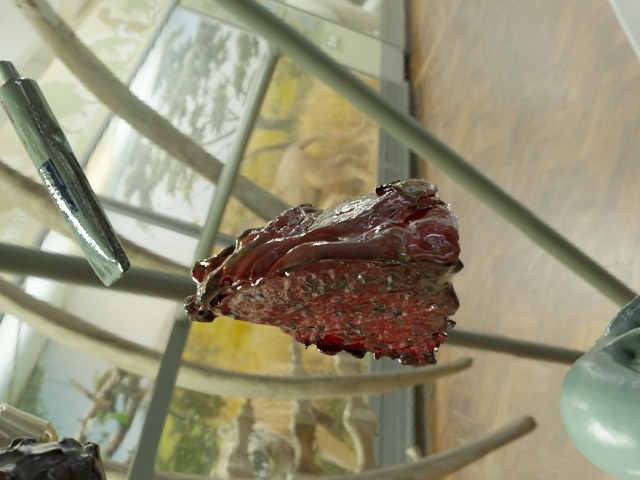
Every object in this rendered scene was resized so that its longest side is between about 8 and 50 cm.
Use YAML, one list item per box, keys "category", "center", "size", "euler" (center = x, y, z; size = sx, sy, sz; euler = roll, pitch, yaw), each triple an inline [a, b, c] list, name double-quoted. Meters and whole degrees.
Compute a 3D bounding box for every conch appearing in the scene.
- category: "conch"
  center: [0.280, 0.088, 0.603]
  size: [0.221, 0.121, 0.185]
  euler: [-38, 32, 9]

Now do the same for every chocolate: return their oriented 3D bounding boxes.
- category: "chocolate"
  center: [-0.218, 0.193, 0.596]
  size: [0.133, 0.156, 0.156]
  euler: [-36, 10, -1]

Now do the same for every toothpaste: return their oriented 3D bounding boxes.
- category: "toothpaste"
  center: [-0.240, -0.064, 0.752]
  size: [0.038, 0.233, 0.060]
  euler: [-25, -5, -39]

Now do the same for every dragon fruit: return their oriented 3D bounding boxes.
- category: "dragon fruit"
  center: [0.001, -0.009, 0.971]
  size: [0.286, 0.329, 0.228]
  euler: [85, -169, -62]

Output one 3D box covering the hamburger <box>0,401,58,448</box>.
- category: "hamburger"
  center: [-0.344, 0.260, 0.805]
  size: [0.210, 0.116, 0.173]
  euler: [-53, 25, -17]
